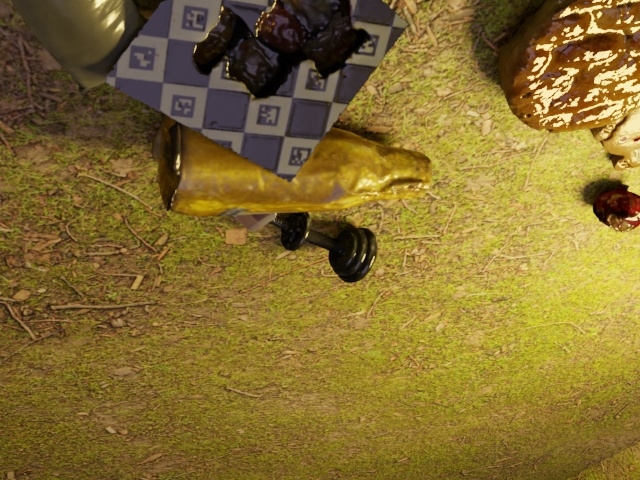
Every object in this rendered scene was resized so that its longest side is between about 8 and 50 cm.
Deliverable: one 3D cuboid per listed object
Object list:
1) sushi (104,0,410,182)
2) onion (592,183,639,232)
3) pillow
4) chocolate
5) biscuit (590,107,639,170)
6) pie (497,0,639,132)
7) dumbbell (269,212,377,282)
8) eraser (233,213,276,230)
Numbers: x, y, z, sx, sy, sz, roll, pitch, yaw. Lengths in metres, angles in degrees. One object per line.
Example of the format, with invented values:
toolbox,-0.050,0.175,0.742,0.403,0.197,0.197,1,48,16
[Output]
sushi,-0.077,-0.255,0.965,0.294,0.059,0.292,30,108,-33
onion,0.603,-0.066,1.477,0.107,0.097,0.107,16,178,1
pillow,-0.281,-0.284,0.868,0.144,0.078,0.254,-26,146,0
chocolate,-0.027,-0.109,1.131,0.446,0.162,0.162,2,142,-24
biscuit,0.603,-0.196,1.340,0.249,0.035,0.184,21,132,-39
pie,0.426,-0.292,1.109,0.340,0.083,0.339,-11,147,-7
dumbbell,0.000,0.000,1.349,0.255,0.110,0.110,23,131,-33
eraser,-0.126,-0.067,1.239,0.065,0.026,0.105,-31,120,27
